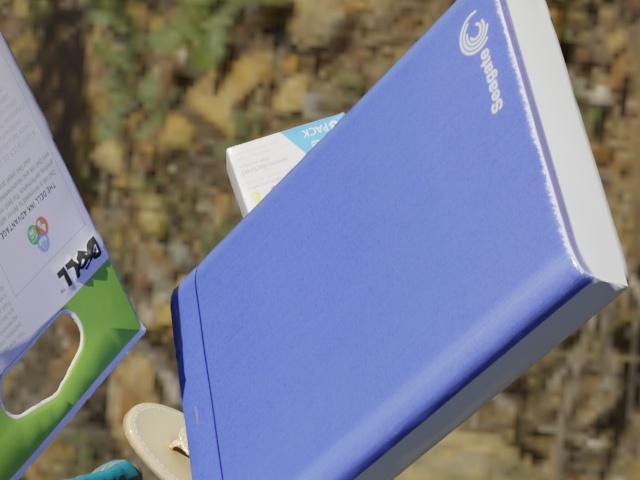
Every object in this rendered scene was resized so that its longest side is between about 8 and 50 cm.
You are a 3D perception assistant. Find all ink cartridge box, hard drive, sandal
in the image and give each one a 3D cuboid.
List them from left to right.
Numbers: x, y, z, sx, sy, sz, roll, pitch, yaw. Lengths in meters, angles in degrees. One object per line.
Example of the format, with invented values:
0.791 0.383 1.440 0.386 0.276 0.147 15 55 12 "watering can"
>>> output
-0.220 -0.003 1.058 0.189 0.097 0.255 -52 -55 -51 "ink cartridge box"
-0.047 0.196 1.641 0.079 0.240 0.088 -39 16 30 "sandal"
0.000 0.000 1.622 0.061 0.104 0.181 102 149 -76 "ink cartridge box"
0.027 0.027 1.097 0.319 0.040 0.210 -44 42 36 "hard drive"

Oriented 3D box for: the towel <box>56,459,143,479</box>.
-0.344 0.256 1.656 0.370 0.271 0.040 3 -117 -62 "towel"
